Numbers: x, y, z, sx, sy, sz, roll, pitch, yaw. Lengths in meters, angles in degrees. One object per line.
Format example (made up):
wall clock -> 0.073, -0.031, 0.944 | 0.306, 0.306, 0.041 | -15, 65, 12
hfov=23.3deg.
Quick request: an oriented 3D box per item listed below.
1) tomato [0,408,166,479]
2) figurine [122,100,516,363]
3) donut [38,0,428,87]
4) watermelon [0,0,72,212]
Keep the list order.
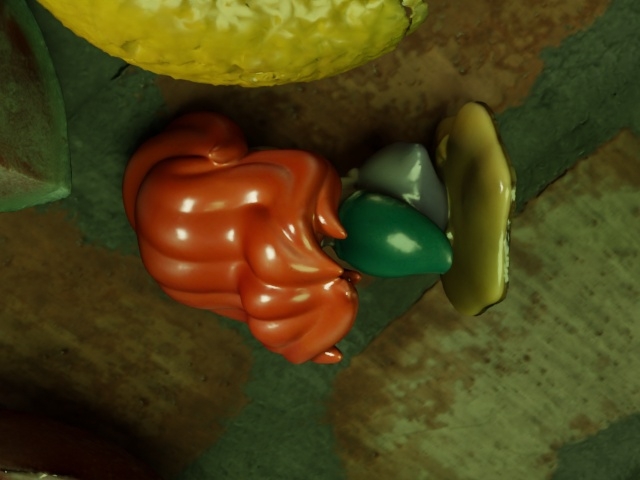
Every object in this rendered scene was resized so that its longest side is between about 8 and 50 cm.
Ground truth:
tomato -> -0.265, 0.244, 1.243 | 0.338, 0.144, 0.338 | -6, 129, -8
figurine -> 0.000, -0.009, 1.103 | 0.257, 0.208, 0.181 | -7, 157, -16
donut -> -0.074, -0.285, 0.912 | 0.377, 0.163, 0.435 | 4, 122, -20
watermelon -> -0.297, -0.117, 0.957 | 0.148, 0.226, 0.318 | -22, 118, 24
